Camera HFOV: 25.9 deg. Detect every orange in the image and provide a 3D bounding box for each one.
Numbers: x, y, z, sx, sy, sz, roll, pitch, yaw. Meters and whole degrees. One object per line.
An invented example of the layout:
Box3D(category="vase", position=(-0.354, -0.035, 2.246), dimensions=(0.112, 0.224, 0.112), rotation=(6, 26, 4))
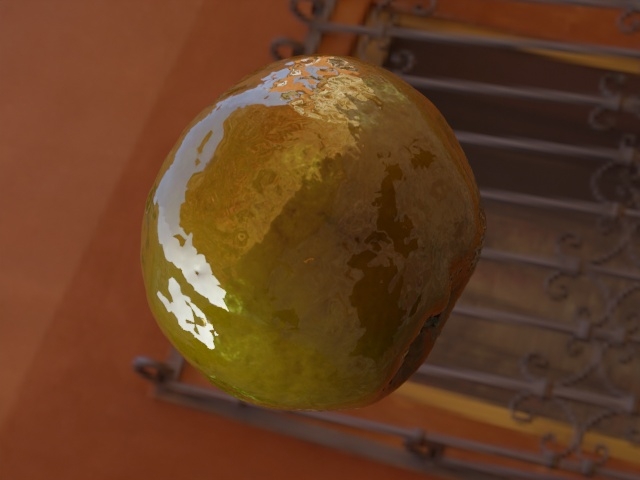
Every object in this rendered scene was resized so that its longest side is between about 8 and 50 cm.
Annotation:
Box3D(category="orange", position=(0.000, 0.000, 1.060), dimensions=(0.279, 0.235, 0.279), rotation=(-42, -28, -29))
